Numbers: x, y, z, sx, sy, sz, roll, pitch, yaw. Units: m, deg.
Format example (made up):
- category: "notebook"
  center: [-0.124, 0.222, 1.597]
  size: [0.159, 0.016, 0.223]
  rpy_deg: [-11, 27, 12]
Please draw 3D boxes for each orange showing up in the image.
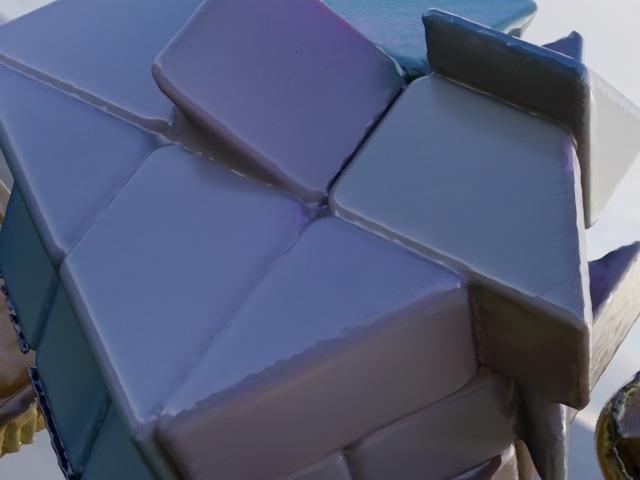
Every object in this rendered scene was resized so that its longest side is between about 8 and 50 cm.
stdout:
- category: "orange"
  center: [0.295, 0.160, 1.140]
  size: [0.170, 0.160, 0.112]
  rpy_deg: [22, -30, -17]

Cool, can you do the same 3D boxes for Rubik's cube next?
- category: "Rubik's cube"
  center: [0.000, 0.000, 0.787]
  size: [0.358, 0.368, 0.387]
  rpy_deg: [76, -12, -57]

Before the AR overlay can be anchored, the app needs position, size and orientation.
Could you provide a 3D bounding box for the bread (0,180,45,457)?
- category: "bread"
  center: [-0.322, 0.049, 1.112]
  size: [0.288, 0.204, 0.156]
  rpy_deg: [46, -27, 6]
